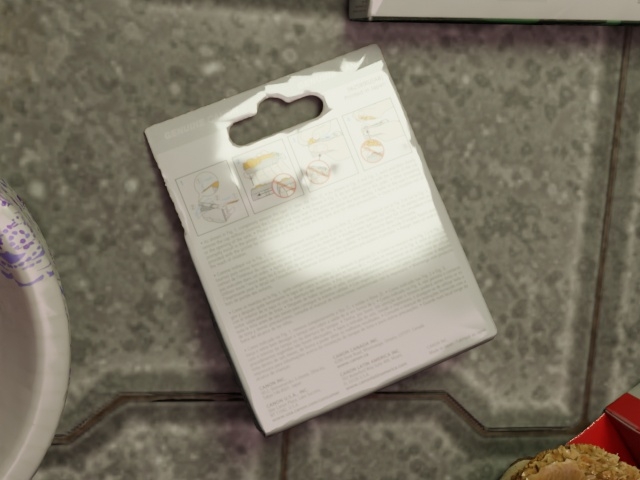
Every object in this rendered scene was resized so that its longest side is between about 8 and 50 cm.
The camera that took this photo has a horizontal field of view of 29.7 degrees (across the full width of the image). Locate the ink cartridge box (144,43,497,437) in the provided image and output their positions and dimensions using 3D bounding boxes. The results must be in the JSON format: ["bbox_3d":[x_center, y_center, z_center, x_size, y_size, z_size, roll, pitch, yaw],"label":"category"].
[{"bbox_3d":[0.000,0.000,0.878,0.189,0.066,0.232,-22,84,-11],"label":"ink cartridge box"}]

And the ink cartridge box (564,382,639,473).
[{"bbox_3d":[0.328,0.157,0.974,0.231,0.078,0.134,-35,107,-7],"label":"ink cartridge box"}]

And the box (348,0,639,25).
[{"bbox_3d":[0.180,-0.272,0.869,0.322,0.058,0.232,-1,100,-15],"label":"box"}]

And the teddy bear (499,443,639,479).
[{"bbox_3d":[0.131,0.297,0.940,0.245,0.113,0.338,9,105,-10],"label":"teddy bear"}]

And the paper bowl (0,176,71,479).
[{"bbox_3d":[-0.301,0.058,0.739,0.284,0.148,0.284,-3,100,-16],"label":"paper bowl"}]
